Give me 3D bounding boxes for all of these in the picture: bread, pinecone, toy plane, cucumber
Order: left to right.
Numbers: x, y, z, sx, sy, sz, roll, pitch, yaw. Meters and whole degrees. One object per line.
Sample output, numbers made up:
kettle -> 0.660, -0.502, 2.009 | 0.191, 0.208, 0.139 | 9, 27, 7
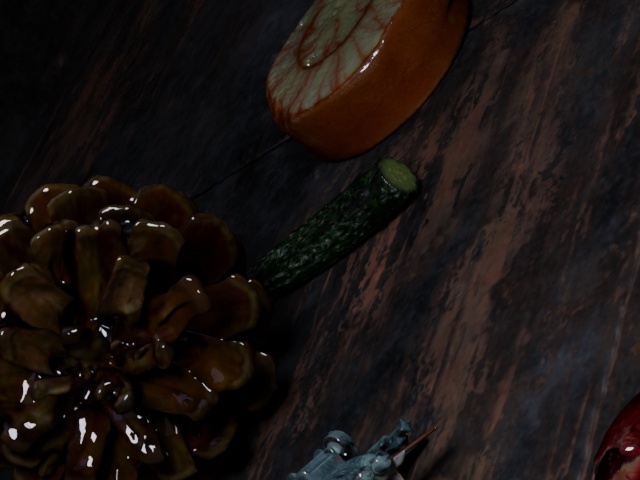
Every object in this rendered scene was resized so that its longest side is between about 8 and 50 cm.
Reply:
pinecone -> -0.228, 0.118, 1.876 | 0.398, 0.397, 0.398 | -42, 25, 25
toy plane -> -0.017, 0.263, 1.606 | 0.223, 0.104, 0.326 | -36, 4, -39
cucumber -> 0.000, 0.000, 2.012 | 0.293, 0.067, 0.067 | -39, 26, 34
bread -> 0.053, -0.251, 2.214 | 0.295, 0.114, 0.327 | -55, 23, -1

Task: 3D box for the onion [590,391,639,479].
onion -> 0.263, 0.181, 1.071 | 0.272, 0.195, 0.272 | -33, 38, 30
